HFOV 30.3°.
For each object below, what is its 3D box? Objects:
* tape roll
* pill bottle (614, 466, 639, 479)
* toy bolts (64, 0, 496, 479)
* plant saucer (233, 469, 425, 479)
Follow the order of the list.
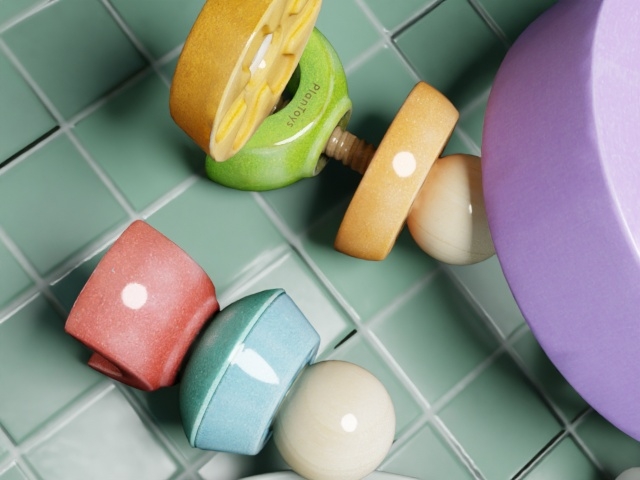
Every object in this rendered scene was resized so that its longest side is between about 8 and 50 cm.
[{"bbox_3d":[0.220,-0.025,0.612,0.274,0.090,0.275,11,67,-26],"label":"tape roll"},{"bbox_3d":[0.258,0.171,0.647,0.193,0.108,0.108,7,76,-14],"label":"pill bottle"},{"bbox_3d":[0.000,0.000,0.566,0.158,0.218,0.228,29,78,7],"label":"toy bolts"},{"bbox_3d":[0.032,0.275,0.477,0.400,0.100,0.400,9,59,-16],"label":"plant saucer"}]
